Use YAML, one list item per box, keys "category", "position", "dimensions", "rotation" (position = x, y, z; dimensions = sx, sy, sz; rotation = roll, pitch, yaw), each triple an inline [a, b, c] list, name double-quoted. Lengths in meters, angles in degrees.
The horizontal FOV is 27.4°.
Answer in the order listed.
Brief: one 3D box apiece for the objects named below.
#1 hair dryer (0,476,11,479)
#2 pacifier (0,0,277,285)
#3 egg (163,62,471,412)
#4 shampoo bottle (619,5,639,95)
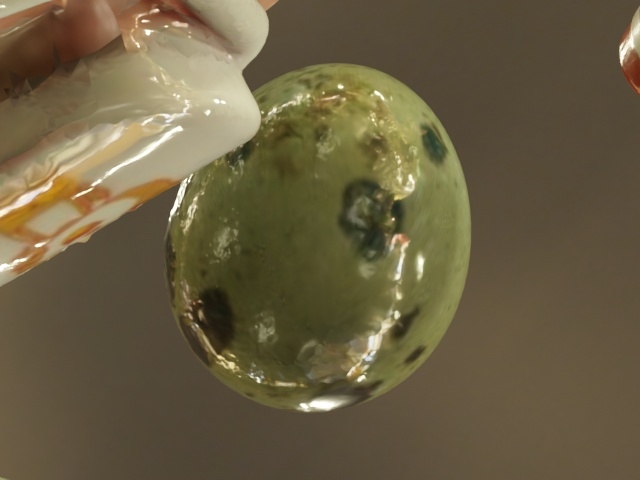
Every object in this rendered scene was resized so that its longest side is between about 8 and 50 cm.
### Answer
- category: "hair dryer"
  position: [-0.265, 0.122, 0.935]
  dimensions: [0.067, 0.167, 0.199]
  rotation: [-17, -128, 20]
- category: "pacifier"
  position: [-0.144, -0.099, 0.602]
  dimensions: [0.332, 0.220, 0.273]
  rotation: [-30, -131, 7]
- category: "egg"
  position: [0.000, 0.000, 1.479]
  dimensions: [0.345, 0.345, 0.428]
  rotation: [37, -43, 16]
- category: "shampoo bottle"
  position: [0.303, -0.202, 0.881]
  dimensions: [0.104, 0.104, 0.278]
  rotation: [41, -35, 14]
